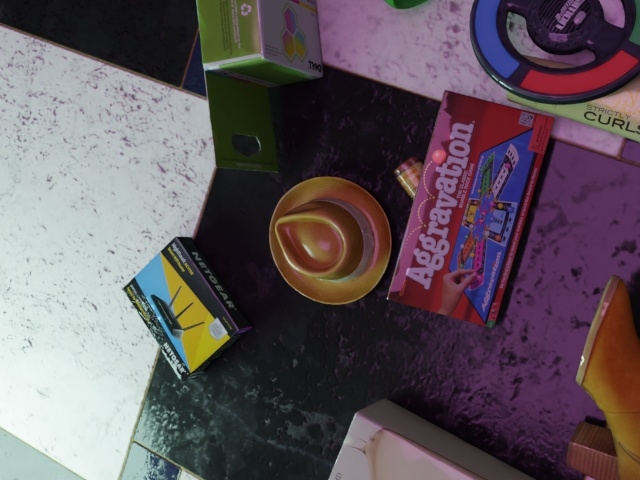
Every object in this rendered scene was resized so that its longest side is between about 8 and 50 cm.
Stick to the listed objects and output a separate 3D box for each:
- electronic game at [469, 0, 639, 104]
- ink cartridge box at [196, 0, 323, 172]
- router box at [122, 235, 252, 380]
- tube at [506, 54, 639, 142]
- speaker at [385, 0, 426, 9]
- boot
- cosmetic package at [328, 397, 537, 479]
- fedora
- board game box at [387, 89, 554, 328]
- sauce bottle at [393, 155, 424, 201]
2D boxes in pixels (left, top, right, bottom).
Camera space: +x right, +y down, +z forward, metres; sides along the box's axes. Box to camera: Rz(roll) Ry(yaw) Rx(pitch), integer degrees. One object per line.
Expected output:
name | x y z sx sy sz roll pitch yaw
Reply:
electronic game | 0.296 -0.268 1.107 0.229 0.048 0.229 -5 69 13
ink cartridge box | -0.073 -0.228 1.247 0.097 0.189 0.255 -7 89 24
router box | -0.205 0.102 1.392 0.133 0.046 0.179 -43 73 20
tube | 0.350 -0.172 1.114 0.240 0.070 0.062 20 58 20
speaker | 0.066 -0.456 1.209 0.131 0.131 0.296 -35 76 22
boot | 0.402 0.186 1.035 0.211 0.104 0.295 14 124 26
cosmetic package | 0.169 0.350 1.177 0.310 0.113 0.160 24 101 23
fedora | 0.000 0.000 1.273 0.194 0.079 0.194 0 90 27
board game box | 0.192 -0.040 1.180 0.145 0.027 0.281 15 97 5
sauce bottle | 0.149 -0.052 1.219 0.042 0.042 0.128 -40 81 21
